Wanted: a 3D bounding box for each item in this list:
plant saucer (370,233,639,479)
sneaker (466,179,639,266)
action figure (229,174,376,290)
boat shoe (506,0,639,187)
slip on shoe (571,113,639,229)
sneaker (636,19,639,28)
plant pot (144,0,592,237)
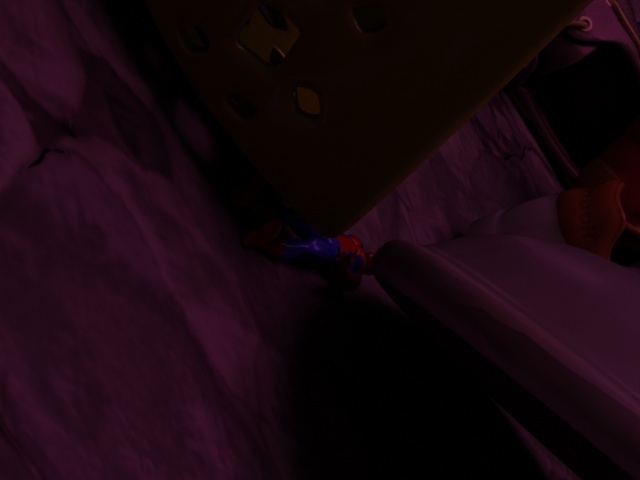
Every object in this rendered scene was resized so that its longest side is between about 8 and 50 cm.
[{"bbox_3d":[0.201,0.110,0.836,0.400,0.100,0.400,42,-3,3],"label":"plant saucer"},{"bbox_3d":[0.212,0.078,1.119,0.290,0.123,0.106,48,32,-33],"label":"sneaker"},{"bbox_3d":[0.000,0.000,0.859,0.115,0.030,0.038,28,33,-60],"label":"action figure"},{"bbox_3d":[0.186,-0.147,1.379,0.324,0.117,0.096,59,16,-24],"label":"boat shoe"},{"bbox_3d":[0.265,0.054,1.342,0.331,0.101,0.123,64,-6,-33],"label":"slip on shoe"},{"bbox_3d":[0.240,-0.192,1.657,0.209,0.069,0.082,53,53,-46],"label":"sneaker"},{"bbox_3d":[0.018,-0.177,0.838,0.207,0.228,0.227,42,24,-11],"label":"plant pot"}]
